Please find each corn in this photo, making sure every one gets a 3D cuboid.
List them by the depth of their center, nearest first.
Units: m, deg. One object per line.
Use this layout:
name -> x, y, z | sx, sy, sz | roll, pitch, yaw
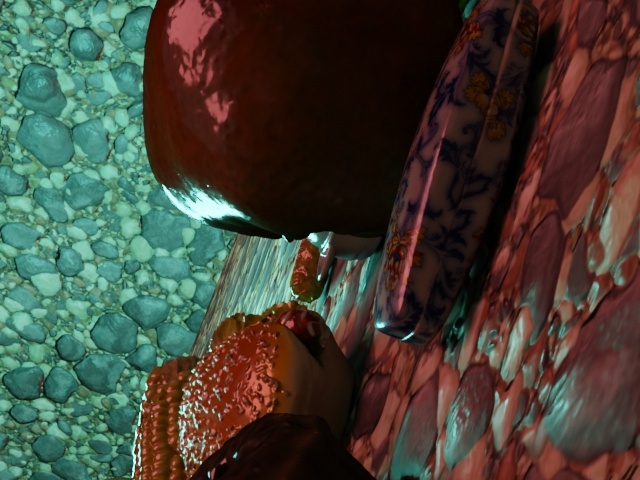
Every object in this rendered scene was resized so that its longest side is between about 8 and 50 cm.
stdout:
corn -> -0.134, 0.273, 1.265 | 0.130, 0.130, 0.347 | 117, 153, -46

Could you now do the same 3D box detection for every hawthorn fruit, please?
hawthorn fruit -> -0.010, -0.148, 1.003 | 0.268, 0.268, 0.301 | -99, 6, -74

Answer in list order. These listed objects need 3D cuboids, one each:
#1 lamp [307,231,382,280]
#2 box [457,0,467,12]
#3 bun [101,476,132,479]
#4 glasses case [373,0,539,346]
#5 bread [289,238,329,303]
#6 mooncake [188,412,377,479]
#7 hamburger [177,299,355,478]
lamp -> 0.035, -0.091, 1.216 | 0.179, 0.108, 0.246 | -96, 26, -63
box -> 0.046, -0.269, 1.142 | 0.141, 0.220, 0.064 | 120, 143, -49
bun -> -0.196, 0.410, 1.355 | 0.293, 0.187, 0.293 | 11, -90, -69
glasses case -> 0.092, -0.049, 0.850 | 0.087, 0.065, 0.248 | 152, 137, -76
bread -> 0.000, 0.000, 1.468 | 0.052, 0.044, 0.157 | 122, 166, -70
mooncake -> -0.056, 0.214, 0.807 | 0.228, 0.124, 0.228 | -43, -1, -1
hamburger -> -0.058, 0.148, 1.135 | 0.210, 0.116, 0.173 | -29, 39, 50
